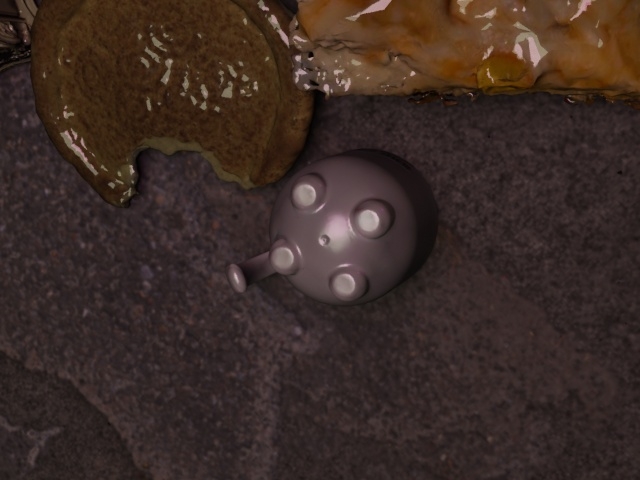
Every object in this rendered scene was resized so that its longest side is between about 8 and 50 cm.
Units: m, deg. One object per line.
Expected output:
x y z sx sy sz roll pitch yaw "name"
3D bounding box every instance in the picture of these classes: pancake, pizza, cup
-0.146 -0.140 0.939 0.288 0.033 0.286 32 119 7 "pancake"
0.201 -0.286 0.761 0.434 0.080 0.392 3 101 -4 "pizza"
0.004 -0.012 0.886 0.173 0.142 0.134 8 100 16 "cup"

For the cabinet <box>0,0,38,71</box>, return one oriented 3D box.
-0.452 -0.273 0.896 0.227 0.318 0.290 -18 92 18 "cabinet"
